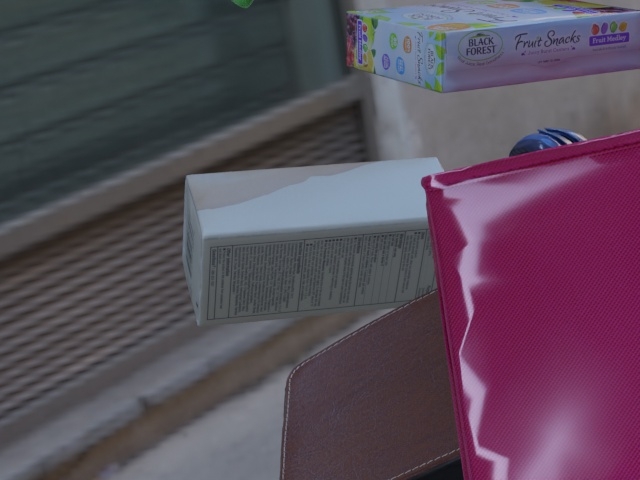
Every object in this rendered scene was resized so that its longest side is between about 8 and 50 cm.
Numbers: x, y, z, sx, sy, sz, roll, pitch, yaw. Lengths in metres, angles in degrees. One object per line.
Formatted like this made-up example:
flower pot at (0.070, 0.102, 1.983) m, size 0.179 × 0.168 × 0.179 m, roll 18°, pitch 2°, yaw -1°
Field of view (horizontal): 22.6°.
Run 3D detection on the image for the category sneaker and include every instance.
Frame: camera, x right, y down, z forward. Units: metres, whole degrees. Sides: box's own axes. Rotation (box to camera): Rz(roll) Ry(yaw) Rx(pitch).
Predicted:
sneaker at (0.202, -0.075, 1.379) m, size 0.053 × 0.059 × 0.144 m, roll 38°, pitch 1°, yaw 14°

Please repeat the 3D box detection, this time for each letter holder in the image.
letter holder at (0.130, 0.150, 1.296) m, size 0.302 × 0.152 × 0.214 m, roll -27°, pitch 32°, yaw 19°

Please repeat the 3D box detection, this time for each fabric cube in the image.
fabric cube at (0.219, 0.088, 0.860) m, size 0.259 × 0.258 × 0.254 m, roll -12°, pitch -14°, yaw 17°

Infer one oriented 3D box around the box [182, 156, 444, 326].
box at (0.000, 0.000, 1.889) m, size 0.311 × 0.148 × 0.121 m, roll -4°, pitch 41°, yaw -14°

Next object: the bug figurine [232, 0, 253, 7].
bug figurine at (-0.054, -0.353, 1.648) m, size 0.279 × 0.216 × 0.072 m, roll -7°, pitch 26°, yaw 25°

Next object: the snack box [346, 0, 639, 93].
snack box at (0.100, -0.115, 0.915) m, size 0.141 × 0.037 × 0.100 m, roll -10°, pitch 17°, yaw -28°
